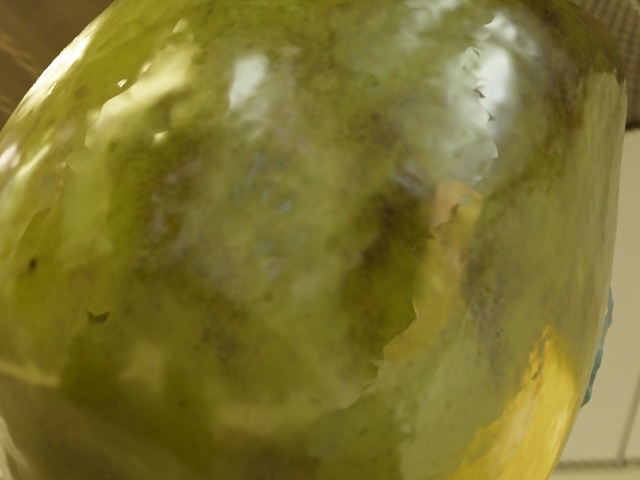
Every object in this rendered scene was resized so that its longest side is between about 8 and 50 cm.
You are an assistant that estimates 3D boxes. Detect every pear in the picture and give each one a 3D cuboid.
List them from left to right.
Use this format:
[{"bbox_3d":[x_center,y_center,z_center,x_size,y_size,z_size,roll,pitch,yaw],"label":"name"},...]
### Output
[{"bbox_3d":[0.000,0.000,0.610,0.287,0.375,0.287,34,9,-6],"label":"pear"}]

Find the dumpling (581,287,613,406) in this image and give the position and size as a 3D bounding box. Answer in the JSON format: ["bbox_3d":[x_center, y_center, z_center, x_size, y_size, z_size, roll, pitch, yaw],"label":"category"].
[{"bbox_3d":[0.086,0.046,0.837,0.216,0.149,0.105,66,-17,-7],"label":"dumpling"}]
